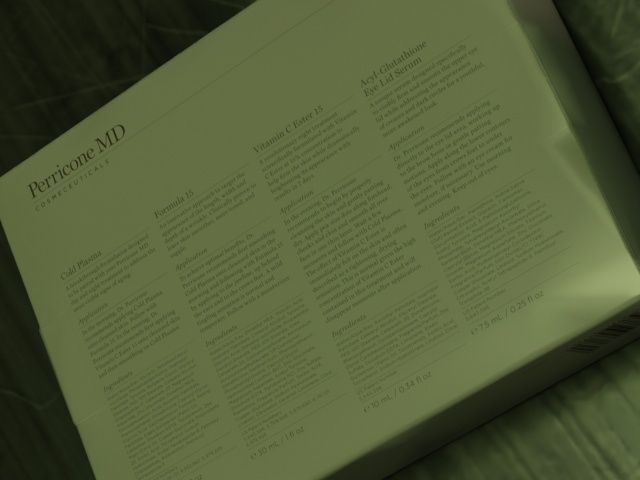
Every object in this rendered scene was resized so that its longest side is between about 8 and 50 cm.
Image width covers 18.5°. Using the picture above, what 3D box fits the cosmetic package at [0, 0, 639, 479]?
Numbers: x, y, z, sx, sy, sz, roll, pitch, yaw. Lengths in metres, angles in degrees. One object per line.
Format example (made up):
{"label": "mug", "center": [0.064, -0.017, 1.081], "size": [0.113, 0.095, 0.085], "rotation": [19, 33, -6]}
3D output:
{"label": "cosmetic package", "center": [0.000, 0.000, 1.200], "size": [0.377, 0.097, 0.284], "rotation": [-31, 71, 23]}
